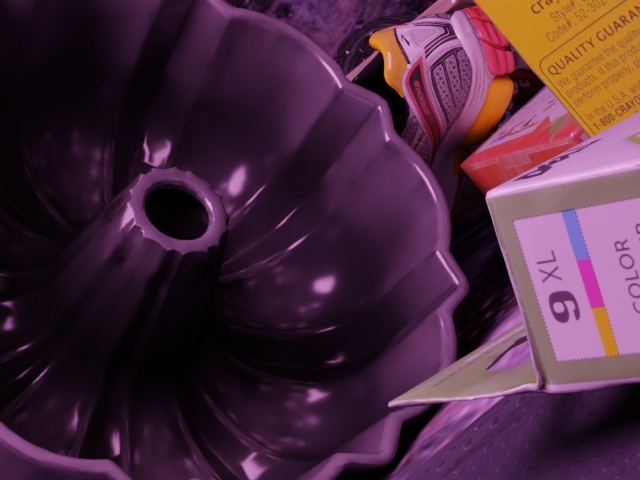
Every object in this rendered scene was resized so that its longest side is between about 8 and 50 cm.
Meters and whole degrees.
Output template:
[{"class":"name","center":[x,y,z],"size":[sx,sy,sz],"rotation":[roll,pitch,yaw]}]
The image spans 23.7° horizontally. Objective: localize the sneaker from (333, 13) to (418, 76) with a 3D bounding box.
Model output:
[{"class":"sneaker","center":[0.048,-0.044,1.256],"size":[0.109,0.130,0.286],"rotation":[5,62,42]}]

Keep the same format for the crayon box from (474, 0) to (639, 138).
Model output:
[{"class":"crayon box","center":[0.132,-0.168,0.601],"size":[0.202,0.318,0.081],"rotation":[-34,10,47]}]

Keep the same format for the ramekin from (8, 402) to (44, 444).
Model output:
[{"class":"ramekin","center":[-0.189,0.190,0.921],"size":[0.277,0.135,0.277],"rotation":[-42,7,6]}]

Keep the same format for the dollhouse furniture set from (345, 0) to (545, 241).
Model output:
[{"class":"dollhouse furniture set","center":[0.132,-0.087,1.095],"size":[0.183,0.129,0.129],"rotation":[-3,-27,-49]}]

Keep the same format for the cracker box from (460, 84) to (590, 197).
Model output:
[{"class":"cracker box","center":[0.203,-0.101,0.854],"size":[0.232,0.067,0.155],"rotation":[-44,8,-13]}]

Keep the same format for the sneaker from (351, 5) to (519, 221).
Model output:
[{"class":"sneaker","center":[0.042,-0.063,0.961],"size":[0.092,0.088,0.225],"rotation":[-6,-36,-22]}]

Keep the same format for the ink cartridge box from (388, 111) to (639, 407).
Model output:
[{"class":"ink cartridge box","center":[0.119,-0.009,0.413],"size":[0.209,0.062,0.109],"rotation":[-12,10,42]}]

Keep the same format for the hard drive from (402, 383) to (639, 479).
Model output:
[{"class":"hard drive","center":[0.031,0.121,0.450],"size":[0.254,0.054,0.172],"rotation":[-41,7,1]}]

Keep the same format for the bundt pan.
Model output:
[{"class":"bundt pan","center":[-0.095,0.016,0.813],"size":[0.331,0.331,0.124],"rotation":[-47,-4,-42]}]
